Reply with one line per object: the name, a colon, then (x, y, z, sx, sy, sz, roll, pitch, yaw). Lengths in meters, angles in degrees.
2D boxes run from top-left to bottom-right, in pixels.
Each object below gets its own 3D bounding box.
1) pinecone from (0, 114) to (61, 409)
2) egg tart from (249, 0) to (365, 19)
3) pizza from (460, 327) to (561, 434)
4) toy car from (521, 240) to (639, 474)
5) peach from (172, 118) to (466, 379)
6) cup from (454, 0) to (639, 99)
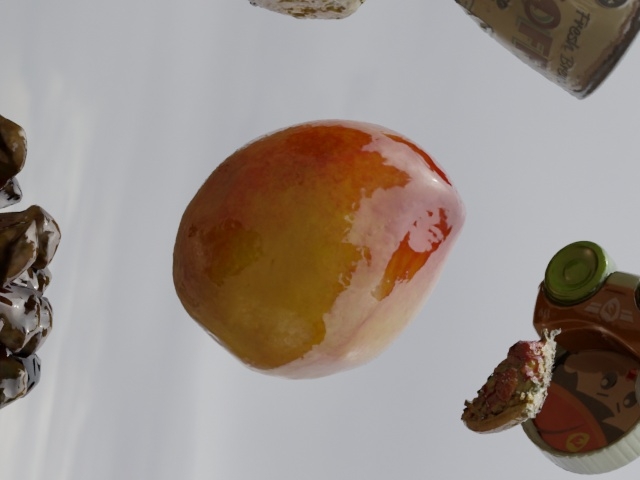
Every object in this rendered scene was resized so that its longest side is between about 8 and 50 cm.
pinecone: (-0.405, 0.038, 1.480, 0.384, 0.384, 0.384, -171, -90, -75)
egg tart: (-0.012, -0.309, 1.711, 0.241, 0.241, 0.106, 151, -50, -72)
pizza: (0.135, 0.116, 1.178, 0.099, 0.029, 0.100, -39, -167, 40)
toy car: (0.299, 0.134, 1.545, 0.235, 0.145, 0.235, -22, -134, 26)
peach: (-0.003, -0.004, 1.723, 0.308, 0.289, 0.289, -49, -148, 36)
cup: (0.292, -0.347, 1.904, 0.301, 0.257, 0.227, -51, -166, 56)
